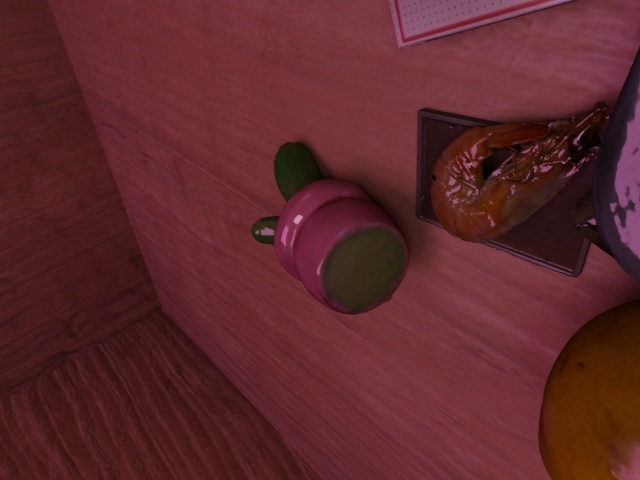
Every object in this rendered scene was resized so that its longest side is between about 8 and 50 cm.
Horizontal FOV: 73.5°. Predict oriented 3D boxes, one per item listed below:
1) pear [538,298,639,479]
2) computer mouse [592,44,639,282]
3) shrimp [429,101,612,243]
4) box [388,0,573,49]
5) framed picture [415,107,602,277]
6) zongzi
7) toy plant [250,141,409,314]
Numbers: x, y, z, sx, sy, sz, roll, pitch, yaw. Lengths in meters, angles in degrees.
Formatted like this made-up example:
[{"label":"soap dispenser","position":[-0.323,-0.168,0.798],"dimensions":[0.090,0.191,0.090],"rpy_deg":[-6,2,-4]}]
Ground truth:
[{"label":"pear","position":[0.377,0.200,0.440],"dimensions":[0.285,0.285,0.336],"rpy_deg":[35,175,32]},{"label":"computer mouse","position":[0.350,-0.124,0.336],"dimensions":[0.188,0.121,0.371],"rpy_deg":[24,126,43]},{"label":"shrimp","position":[0.236,-0.090,0.546],"dimensions":[0.145,0.061,0.267],"rpy_deg":[62,151,9]},{"label":"box","position":[0.148,-0.386,0.414],"dimensions":[0.210,0.095,0.330],"rpy_deg":[12,127,49]},{"label":"framed picture","position":[0.249,-0.072,0.609],"dimensions":[0.265,0.018,0.192],"rpy_deg":[27,137,38]},{"label":"zongzi","position":[0.377,-0.022,0.466],"dimensions":[0.154,0.062,0.130],"rpy_deg":[39,114,3]},{"label":"toy plant","position":[0.006,0.001,0.830],"dimensions":[0.356,0.210,0.317],"rpy_deg":[36,145,51]}]
